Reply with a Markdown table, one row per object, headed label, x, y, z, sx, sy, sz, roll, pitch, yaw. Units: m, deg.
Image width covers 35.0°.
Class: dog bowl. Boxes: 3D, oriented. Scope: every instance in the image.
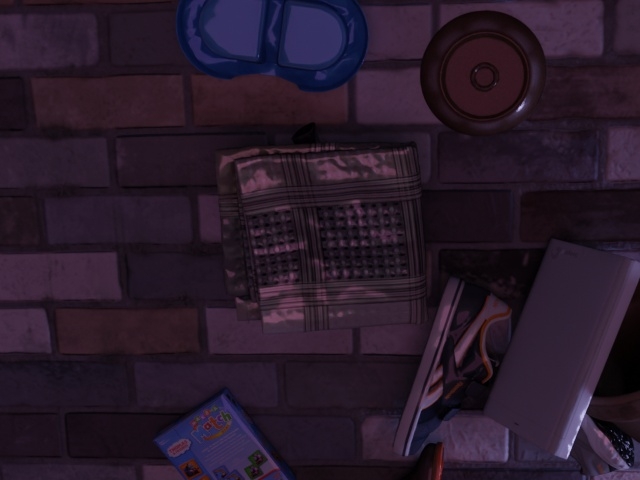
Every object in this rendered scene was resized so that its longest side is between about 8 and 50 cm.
| label | x | y | z | sx | sy | sz | roll | pitch | yaw |
| --- | --- | --- | --- | --- | --- | --- | --- | --- | --- |
| dog bowl | -0.071 | -0.327 | 1.577 | 0.297 | 0.074 | 0.166 | 9 | 106 | 3 |

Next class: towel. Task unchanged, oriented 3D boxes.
| label | x | y | z | sx | sy | sz | roll | pitch | yaw |
| --- | --- | --- | --- | --- | --- | --- | --- | --- | --- |
| towel | 0.000 | 0.000 | 1.579 | 0.324 | 0.056 | 0.312 | -2 | 115 | 8 |

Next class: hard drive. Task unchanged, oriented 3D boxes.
| label | x | y | z | sx | sy | sz | roll | pitch | yaw |
| --- | --- | --- | --- | --- | --- | --- | --- | --- | --- |
| hard drive | 0.368 | 0.158 | 1.570 | 0.040 | 0.203 | 0.307 | 21 | 90 | -24 |

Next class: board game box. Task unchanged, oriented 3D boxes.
| label | x | y | z | sx | sy | sz | roll | pitch | yaw |
| --- | --- | --- | --- | --- | --- | --- | --- | --- | --- |
| board game box | -0.169 | 0.388 | 1.800 | 0.160 | 0.039 | 0.211 | -34 | 101 | 12 |

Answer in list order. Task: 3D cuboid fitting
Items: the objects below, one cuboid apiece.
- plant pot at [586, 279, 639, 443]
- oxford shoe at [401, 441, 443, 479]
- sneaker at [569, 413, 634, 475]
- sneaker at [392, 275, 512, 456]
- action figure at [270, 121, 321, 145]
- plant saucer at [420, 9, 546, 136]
| label | x | y | z | sx | sy | sz | roll | pitch | yaw |
| --- | --- | --- | --- | --- | --- | --- | --- | --- | --- |
| plant pot | 0.533 | 0.221 | 1.604 | 0.263 | 0.263 | 0.229 | -32 | 117 | 12 |
| oxford shoe | 0.141 | 0.462 | 1.768 | 0.098 | 0.097 | 0.271 | 21 | 106 | 5 |
| sneaker | 0.409 | 0.287 | 1.696 | 0.108 | 0.100 | 0.271 | -33 | 97 | 30 |
| sneaker | 0.217 | 0.228 | 1.679 | 0.127 | 0.126 | 0.321 | 20 | 105 | 5 |
| action figure | 0.010 | -0.039 | 1.642 | 0.185 | 0.099 | 0.285 | -26 | 106 | 4 |
| plant saucer | 0.255 | -0.258 | 1.588 | 0.198 | 0.036 | 0.198 | 1 | 106 | 5 |
